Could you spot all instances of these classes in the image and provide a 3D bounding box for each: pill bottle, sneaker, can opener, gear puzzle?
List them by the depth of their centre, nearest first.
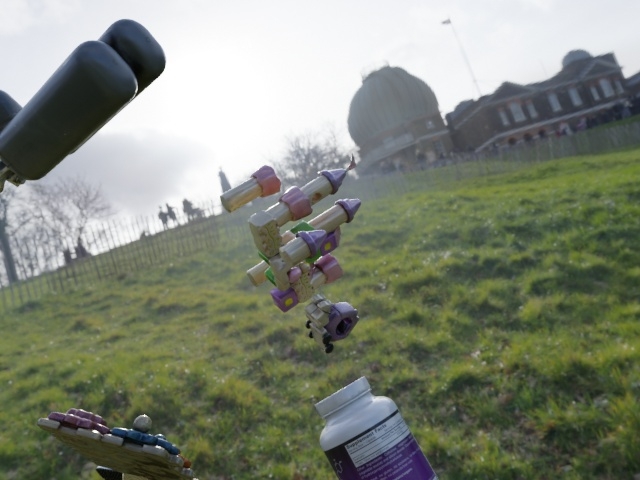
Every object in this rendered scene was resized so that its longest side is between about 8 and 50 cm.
[{"bbox_3d":[-0.240,-0.102,0.458,0.283,0.095,0.076,-22,28,40],"label":"can opener"},{"bbox_3d":[-0.249,0.299,0.796,0.176,0.044,0.339,12,-32,5],"label":"gear puzzle"},{"bbox_3d":[0.119,0.456,1.177,0.182,0.323,0.181,-29,-14,-8],"label":"pill bottle"},{"bbox_3d":[-0.389,0.470,1.202,0.161,0.057,0.075,0,36,16],"label":"sneaker"}]

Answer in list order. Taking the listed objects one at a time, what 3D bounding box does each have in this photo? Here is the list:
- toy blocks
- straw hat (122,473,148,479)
[{"bbox_3d":[0.000,0.000,1.185,0.260,0.309,0.288,-32,-46,-22],"label":"toy blocks"},{"bbox_3d":[-0.316,0.456,0.957,0.061,0.144,0.144,-36,-5,-6],"label":"straw hat"}]
